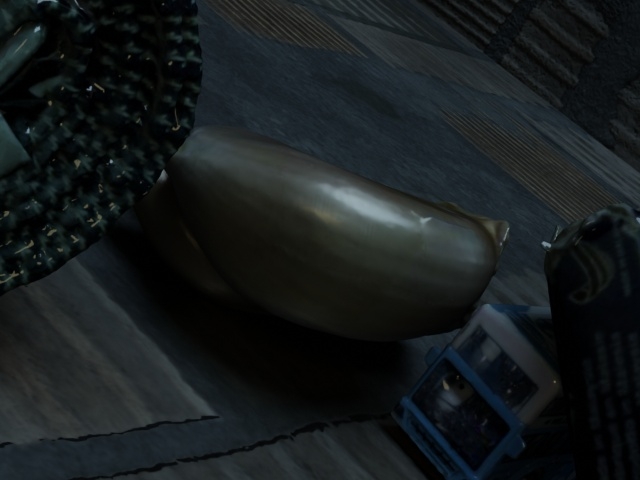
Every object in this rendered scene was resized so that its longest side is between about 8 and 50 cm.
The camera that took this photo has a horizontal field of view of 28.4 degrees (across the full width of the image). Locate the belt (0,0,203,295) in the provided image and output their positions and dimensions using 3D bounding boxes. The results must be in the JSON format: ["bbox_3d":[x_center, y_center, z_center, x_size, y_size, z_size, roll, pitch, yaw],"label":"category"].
[{"bbox_3d":[-0.209,-0.083,0.707,0.207,0.295,0.160,41,5,-33],"label":"belt"}]

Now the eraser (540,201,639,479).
[{"bbox_3d":[0.240,0.142,0.846,0.155,0.101,0.332,17,59,-44],"label":"eraser"}]

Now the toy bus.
[{"bbox_3d":[0.196,0.126,1.007,0.297,0.131,0.106,7,34,-50],"label":"toy bus"}]

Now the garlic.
[{"bbox_3d":[0.000,-0.001,0.954,0.325,0.132,0.279,12,-2,-24],"label":"garlic"}]
